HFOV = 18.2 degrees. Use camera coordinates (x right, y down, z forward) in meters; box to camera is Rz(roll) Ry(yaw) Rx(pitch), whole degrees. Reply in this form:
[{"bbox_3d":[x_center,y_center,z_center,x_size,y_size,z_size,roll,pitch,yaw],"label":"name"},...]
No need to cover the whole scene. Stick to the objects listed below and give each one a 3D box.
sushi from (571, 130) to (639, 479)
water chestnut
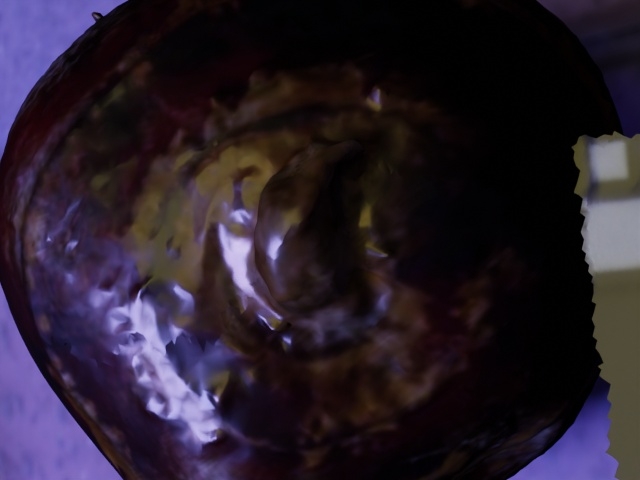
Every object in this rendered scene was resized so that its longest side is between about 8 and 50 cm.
[{"bbox_3d":[0.279,0.090,0.563,0.373,0.100,0.296,-9,81,25],"label":"sushi"},{"bbox_3d":[0.000,0.000,0.714,0.223,0.224,0.238,-62,15,13],"label":"water chestnut"}]
